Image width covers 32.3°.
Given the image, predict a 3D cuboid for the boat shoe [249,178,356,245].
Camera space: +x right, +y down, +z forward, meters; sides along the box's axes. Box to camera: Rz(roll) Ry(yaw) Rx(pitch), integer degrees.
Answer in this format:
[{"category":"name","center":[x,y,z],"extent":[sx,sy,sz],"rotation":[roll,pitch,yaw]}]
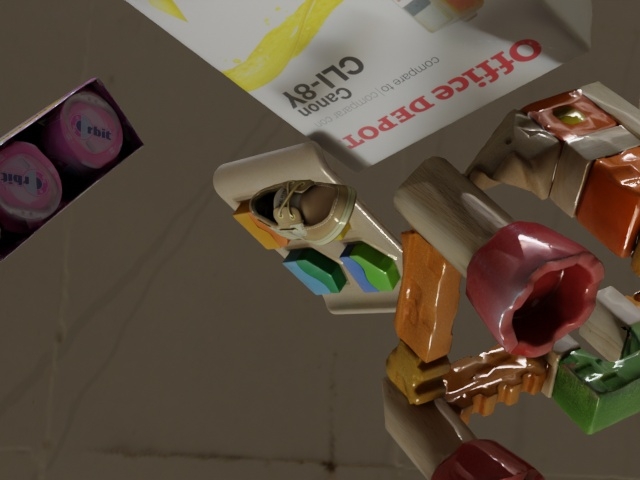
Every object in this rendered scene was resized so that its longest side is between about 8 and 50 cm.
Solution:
[{"category":"boat shoe","center":[-0.018,-0.025,0.885],"extent":[0.045,0.135,0.050],"rotation":[23,-105,-24]}]

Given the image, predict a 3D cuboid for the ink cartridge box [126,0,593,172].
[{"category":"ink cartridge box","center":[0.004,-0.257,0.903],"extent":[0.385,0.279,0.160],"rotation":[35,-131,-30]}]

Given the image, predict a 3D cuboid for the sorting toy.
[{"category":"sorting toy","center":[0.000,0.000,1.096],"extent":[0.208,0.193,0.038],"rotation":[49,-119,-21]}]

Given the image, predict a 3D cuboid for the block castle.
[{"category":"block castle","center":[0.281,0.046,0.884],"extent":[0.453,0.303,0.213],"rotation":[-17,-138,-25]}]

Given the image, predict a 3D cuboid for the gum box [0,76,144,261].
[{"category":"gum box","center":[-0.222,-0.029,0.756],"extent":[0.062,0.107,0.188],"rotation":[56,-136,-14]}]
